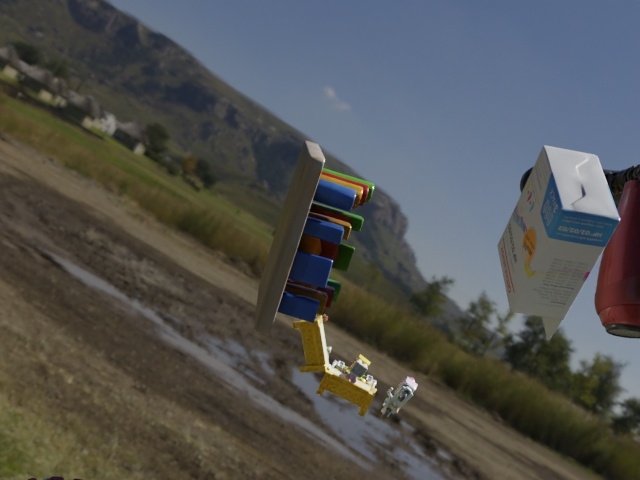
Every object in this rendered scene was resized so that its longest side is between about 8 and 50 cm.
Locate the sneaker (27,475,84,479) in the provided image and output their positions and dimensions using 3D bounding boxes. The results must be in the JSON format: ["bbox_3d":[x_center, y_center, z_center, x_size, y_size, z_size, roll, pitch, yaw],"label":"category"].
[{"bbox_3d":[-0.188,0.176,0.456,0.225,0.093,0.088,26,36,-32],"label":"sneaker"}]

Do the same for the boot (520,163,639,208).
[{"bbox_3d":[0.482,-0.098,1.391,0.263,0.091,0.229,3,-3,-3],"label":"boot"}]

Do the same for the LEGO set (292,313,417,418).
[{"bbox_3d":[0.034,0.192,1.495,0.287,0.132,0.107,47,19,-2],"label":"LEGO set"}]

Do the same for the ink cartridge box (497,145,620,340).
[{"bbox_3d":[0.235,0.007,0.883,0.062,0.181,0.104,9,42,-6],"label":"ink cartridge box"}]

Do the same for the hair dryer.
[{"bbox_3d":[0.435,0.053,0.992,0.293,0.224,0.080,59,2,23],"label":"hair dryer"}]

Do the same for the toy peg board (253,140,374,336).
[{"bbox_3d":[0.000,0.000,0.792,0.079,0.161,0.160,16,10,-6],"label":"toy peg board"}]
